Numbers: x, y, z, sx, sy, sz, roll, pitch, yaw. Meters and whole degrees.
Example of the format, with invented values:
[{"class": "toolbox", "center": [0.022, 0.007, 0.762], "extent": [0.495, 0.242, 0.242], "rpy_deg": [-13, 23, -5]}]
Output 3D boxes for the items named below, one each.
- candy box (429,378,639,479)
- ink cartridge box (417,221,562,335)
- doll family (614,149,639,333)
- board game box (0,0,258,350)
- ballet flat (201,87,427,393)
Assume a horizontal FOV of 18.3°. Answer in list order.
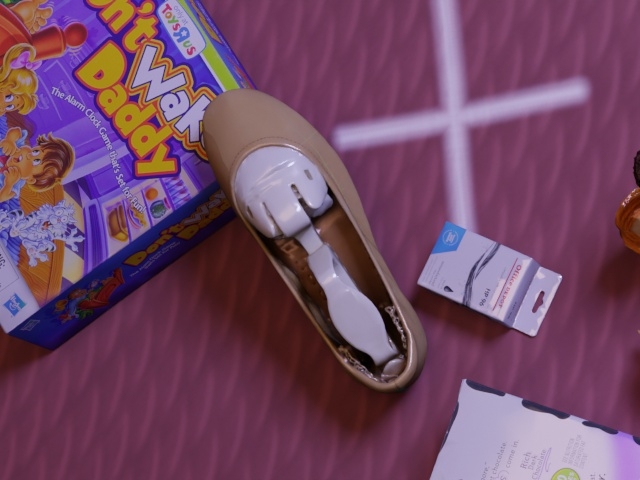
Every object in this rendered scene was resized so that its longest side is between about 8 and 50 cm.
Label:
[{"class": "candy box", "center": [0.159, 0.197, 1.256], "extent": [0.196, 0.070, 0.165], "rpy_deg": [18, 85, 21]}, {"class": "ink cartridge box", "center": [0.114, 0.026, 1.331], "extent": [0.083, 0.028, 0.048], "rpy_deg": [24, 87, 21]}, {"class": "doll family", "center": [0.274, 0.026, 1.249], "extent": [0.163, 0.118, 0.263], "rpy_deg": [-17, 91, 8]}, {"class": "board game box", "center": [-0.200, -0.130, 1.445], "extent": [0.233, 0.078, 0.347], "rpy_deg": [-36, 70, 8]}, {"class": "ballet flat", "center": [0.000, 0.000, 1.305], "extent": [0.080, 0.073, 0.232], "rpy_deg": [-34, 96, 8]}]
